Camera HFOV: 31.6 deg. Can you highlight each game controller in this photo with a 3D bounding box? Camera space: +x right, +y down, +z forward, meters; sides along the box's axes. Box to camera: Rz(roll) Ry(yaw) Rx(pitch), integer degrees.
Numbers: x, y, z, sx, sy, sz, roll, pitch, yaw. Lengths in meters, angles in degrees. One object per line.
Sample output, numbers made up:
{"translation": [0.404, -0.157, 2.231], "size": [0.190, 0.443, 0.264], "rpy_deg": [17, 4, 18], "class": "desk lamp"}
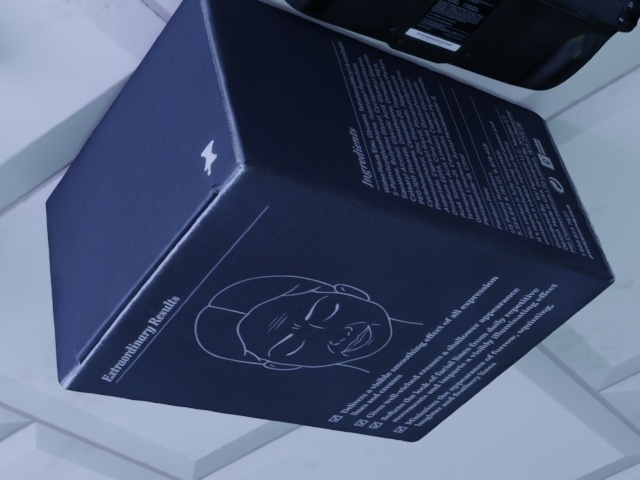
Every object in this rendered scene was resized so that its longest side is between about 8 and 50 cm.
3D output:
{"translation": [0.121, -0.210, 0.918], "size": [0.319, 0.067, 0.166], "rpy_deg": [13, 149, -31], "class": "game controller"}

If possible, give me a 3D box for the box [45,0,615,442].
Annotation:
{"translation": [0.000, 0.000, 1.005], "size": [0.395, 0.212, 0.293], "rpy_deg": [15, 134, -35], "class": "box"}
